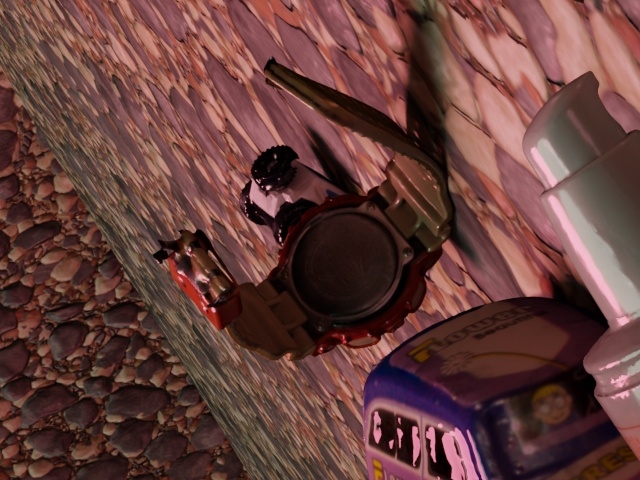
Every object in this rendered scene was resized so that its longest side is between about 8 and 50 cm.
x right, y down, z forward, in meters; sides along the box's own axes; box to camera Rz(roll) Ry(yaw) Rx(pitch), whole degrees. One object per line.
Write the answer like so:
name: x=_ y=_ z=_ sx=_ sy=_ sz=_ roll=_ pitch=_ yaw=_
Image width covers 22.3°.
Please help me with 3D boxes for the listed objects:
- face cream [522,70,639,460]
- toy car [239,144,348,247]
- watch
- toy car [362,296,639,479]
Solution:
face cream: x=0.158 y=0.050 z=0.624 sx=0.251 sy=0.101 sz=0.101 roll=55 pitch=170 yaw=0
toy car: x=0.000 y=0.000 z=1.252 sx=0.170 sy=0.070 sz=0.080 roll=59 pitch=169 yaw=-31
watch: x=-0.012 y=-0.010 z=0.960 sx=0.102 sy=0.165 sz=0.268 roll=50 pitch=-170 yaw=24
toy car: x=0.124 y=0.125 z=0.871 sx=0.235 sy=0.172 sz=0.158 roll=25 pitch=134 yaw=62
